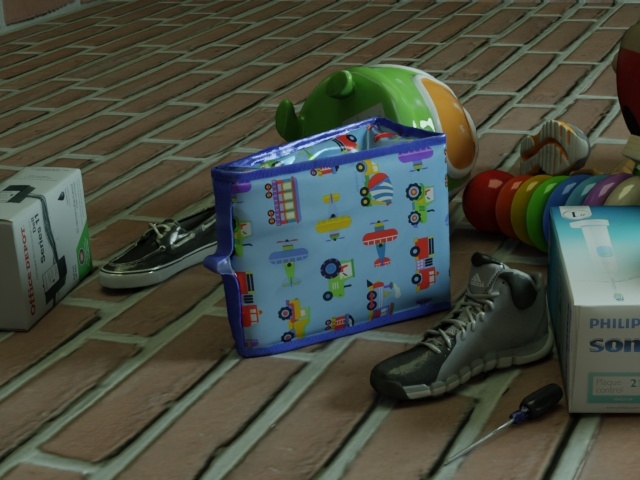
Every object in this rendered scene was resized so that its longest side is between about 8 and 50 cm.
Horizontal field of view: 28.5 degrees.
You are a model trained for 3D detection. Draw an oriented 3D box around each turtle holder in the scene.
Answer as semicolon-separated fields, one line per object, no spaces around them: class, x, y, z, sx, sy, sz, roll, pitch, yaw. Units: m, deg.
turtle holder;0.080;-0.103;1.772;0.227;0.320;0.243;-11;53;-39

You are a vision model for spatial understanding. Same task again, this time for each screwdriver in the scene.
screwdriver;0.177;0.182;1.232;0.170;0.024;0.025;-25;-2;-31

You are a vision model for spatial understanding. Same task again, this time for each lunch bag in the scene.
lunch bag;0.000;0.000;1.460;0.293;0.221;0.138;-17;23;-32

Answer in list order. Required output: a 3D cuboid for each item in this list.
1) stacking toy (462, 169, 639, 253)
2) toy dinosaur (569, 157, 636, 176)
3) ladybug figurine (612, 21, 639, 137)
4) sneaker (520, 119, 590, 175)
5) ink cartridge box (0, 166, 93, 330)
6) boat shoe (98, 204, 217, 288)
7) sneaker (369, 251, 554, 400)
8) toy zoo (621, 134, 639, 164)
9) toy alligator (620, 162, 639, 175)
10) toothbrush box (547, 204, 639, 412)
stacking toy;0.310;-0.039;1.654;0.141;0.141;0.330;-16;19;-30
toy dinosaur;0.430;-0.086;1.841;0.112;0.064;0.211;10;48;29
ladybug figurine;0.540;-0.144;1.548;0.305;0.162;0.449;24;3;-46
sneaker;0.372;-0.136;1.924;0.083;0.084;0.215;5;1;-9
ink cartridge box;-0.377;0.007;1.614;0.087;0.153;0.208;2;22;14
boat shoe;-0.213;0.005;1.706;0.078;0.070;0.219;13;26;39
sneaker;0.148;0.080;1.342;0.228;0.132;0.086;-15;23;-29
toy zoo;0.525;-0.040;1.519;0.293;0.030;0.192;25;3;-29
toy alligator;0.487;-0.081;1.853;0.051;0.056;0.190;39;6;-13
toothbrush box;0.362;0.065;1.352;0.216;0.126;0.295;-1;20;5
